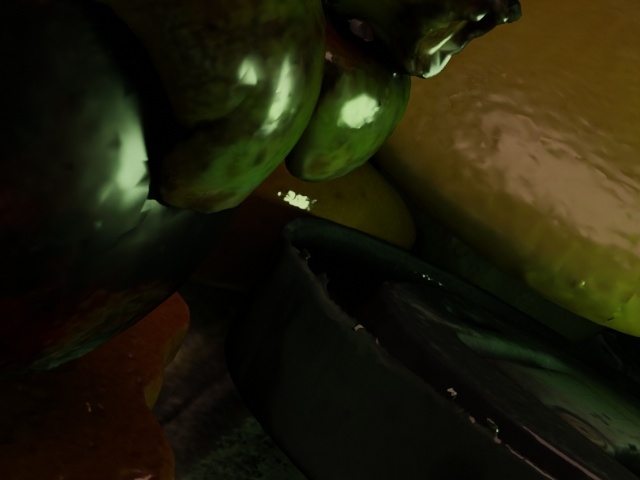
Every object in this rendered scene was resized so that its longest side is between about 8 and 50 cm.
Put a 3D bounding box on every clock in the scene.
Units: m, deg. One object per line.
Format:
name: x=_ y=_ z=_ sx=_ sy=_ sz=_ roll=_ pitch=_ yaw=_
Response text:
clock: x=0.125 y=0.119 z=0.786 sx=0.386 sy=0.076 sz=0.386 roll=32 pitch=9 yaw=-5

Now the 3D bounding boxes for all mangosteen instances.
mangosteen: x=-0.119 y=-0.105 z=0.601 sx=0.306 sy=0.359 sz=0.306 roll=-16 pitch=90 yaw=-70

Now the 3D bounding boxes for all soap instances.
soap: x=0.180 y=-0.081 z=0.941 sx=0.306 sy=0.115 sz=0.427 roll=37 pitch=33 yaw=5

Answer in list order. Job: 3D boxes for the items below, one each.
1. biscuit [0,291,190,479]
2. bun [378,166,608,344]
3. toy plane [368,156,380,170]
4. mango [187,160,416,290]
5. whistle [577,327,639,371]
biscuit: x=-0.160 y=0.066 z=0.699 sx=0.202 sy=0.047 sz=0.334 roll=24 pitch=24 yaw=-14
bun: x=0.133 y=-0.021 z=1.037 sx=0.195 sy=0.118 sz=0.195 roll=18 pitch=39 yaw=-15
toy plane: x=-0.024 y=-0.226 z=1.168 sx=0.106 sy=0.382 sz=0.155 roll=-15 pitch=16 yaw=4
mango: x=-0.038 y=-0.027 z=0.910 sx=0.253 sy=0.138 sz=0.113 roll=18 pitch=58 yaw=-38
whistle: x=0.243 y=0.040 z=1.171 sx=0.186 sy=0.093 sz=0.274 roll=-19 pitch=52 yaw=-27
